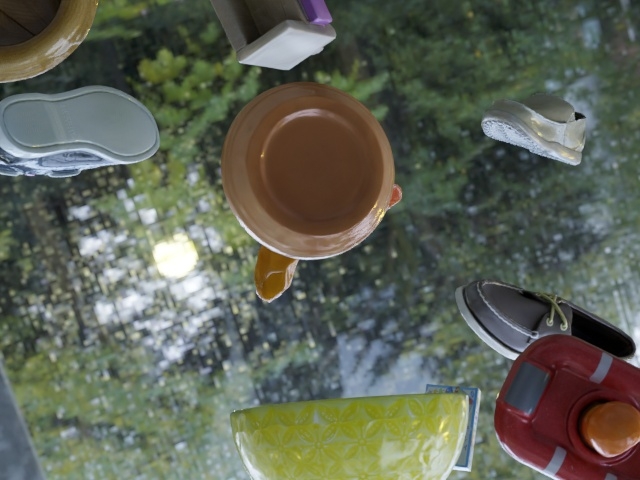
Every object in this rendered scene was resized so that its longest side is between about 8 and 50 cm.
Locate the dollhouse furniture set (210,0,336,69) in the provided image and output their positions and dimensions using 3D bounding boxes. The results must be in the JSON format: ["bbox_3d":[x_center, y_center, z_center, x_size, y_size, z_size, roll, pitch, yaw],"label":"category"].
[{"bbox_3d":[0.046,-0.321,0.821,0.303,0.286,0.198,-29,173,28],"label":"dollhouse furniture set"}]

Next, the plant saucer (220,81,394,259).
[{"bbox_3d":[-0.009,-0.080,1.265,0.200,0.200,0.037,-22,180,-19],"label":"plant saucer"}]

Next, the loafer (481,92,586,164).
[{"bbox_3d":[0.335,-0.186,1.781,0.102,0.092,0.268,18,-177,33],"label":"loafer"}]

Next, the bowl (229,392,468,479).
[{"bbox_3d":[0.039,0.271,1.359,0.289,0.156,0.289,-4,168,-1],"label":"bowl"}]

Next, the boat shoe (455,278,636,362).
[{"bbox_3d":[0.332,0.125,1.677,0.097,0.324,0.116,-37,-140,33],"label":"boat shoe"}]

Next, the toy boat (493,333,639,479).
[{"bbox_3d":[0.305,0.199,1.214,0.231,0.151,0.151,26,177,3],"label":"toy boat"}]

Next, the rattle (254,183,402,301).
[{"bbox_3d":[0.000,0.000,1.390,0.199,0.130,0.143,6,-111,36],"label":"rattle"}]

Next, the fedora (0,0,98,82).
[{"bbox_3d":[-0.283,-0.225,1.024,0.194,0.194,0.079,-18,172,0],"label":"fedora"}]

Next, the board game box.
[{"bbox_3d":[0.239,0.349,2.155,0.103,0.154,0.026,2,156,22],"label":"board game box"}]

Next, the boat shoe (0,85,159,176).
[{"bbox_3d":[-0.339,-0.142,1.527,0.091,0.114,0.302,-22,168,32],"label":"boat shoe"}]
